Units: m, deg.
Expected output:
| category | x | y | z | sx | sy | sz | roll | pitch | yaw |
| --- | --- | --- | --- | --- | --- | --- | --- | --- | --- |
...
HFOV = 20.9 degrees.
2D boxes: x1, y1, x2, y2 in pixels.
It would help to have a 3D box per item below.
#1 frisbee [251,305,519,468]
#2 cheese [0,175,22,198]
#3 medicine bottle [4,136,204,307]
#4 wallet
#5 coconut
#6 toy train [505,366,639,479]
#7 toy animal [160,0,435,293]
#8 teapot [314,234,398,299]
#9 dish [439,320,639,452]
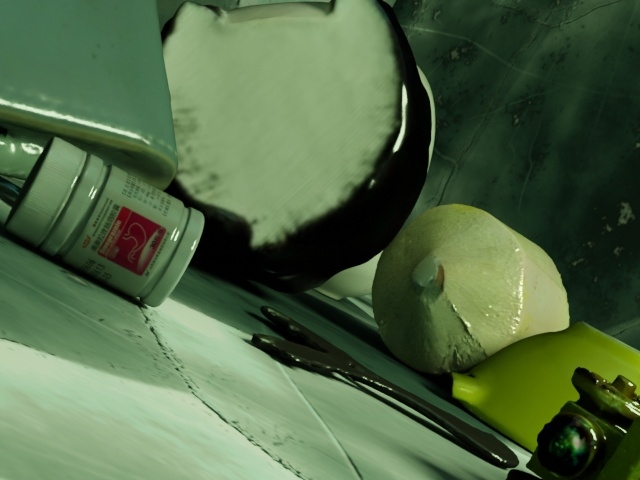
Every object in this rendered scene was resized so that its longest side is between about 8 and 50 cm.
| category | x | y | z | sx | sy | sz | roll | pitch | yaw |
| --- | --- | --- | --- | --- | --- | --- | --- | --- | --- |
| frisbee | 0.011 | 0.080 | 1.080 | 0.211 | 0.012 | 0.187 | 31 | 4 | 35 |
| cheese | -0.177 | -0.026 | 1.056 | 0.111 | 0.017 | 0.047 | 29 | -1 | 13 |
| medicine bottle | -0.114 | -0.009 | 0.913 | 0.091 | 0.058 | 0.058 | 28 | 2 | -13 |
| wallet | -0.209 | -0.212 | 1.081 | 0.252 | 0.083 | 0.360 | 12 | 58 | -40 |
| coconut | 0.122 | 0.050 | 1.451 | 0.147 | 0.147 | 0.153 | 30 | 2 | 38 |
| toy train | 0.194 | 0.143 | 0.918 | 0.137 | 0.090 | 0.225 | 34 | 5 | 33 |
| toy animal | -0.029 | -0.070 | 1.396 | 0.251 | 0.251 | 0.310 | 29 | -7 | 9 |
| teapot | 0.000 | 0.000 | 1.740 | 0.226 | 0.092 | 0.145 | 27 | 0 | -6 |
| dish | 0.232 | 0.134 | 1.371 | 0.221 | 0.108 | 0.262 | 29 | 2 | 41 |
